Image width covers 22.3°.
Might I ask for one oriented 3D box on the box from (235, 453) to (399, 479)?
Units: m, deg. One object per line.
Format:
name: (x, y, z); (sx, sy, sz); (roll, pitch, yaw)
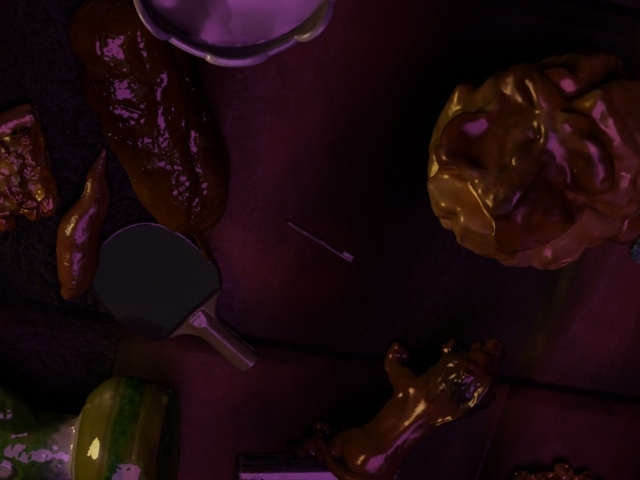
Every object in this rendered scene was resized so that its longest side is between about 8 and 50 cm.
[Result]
box: (-0.006, 0.303, 2.065); (0.207, 0.041, 0.050); (1, 121, -8)

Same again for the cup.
cup: (-0.060, -0.318, 1.606); (0.289, 0.258, 0.219); (-1, 118, -8)

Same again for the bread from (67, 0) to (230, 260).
bread: (-0.176, -0.116, 1.795); (0.124, 0.084, 0.344); (-20, 119, 2)

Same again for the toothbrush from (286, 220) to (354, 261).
toothbrush: (0.000, 0.000, 1.926); (0.097, 0.006, 0.008); (30, 100, -22)

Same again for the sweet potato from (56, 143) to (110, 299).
sweet potato: (-0.270, -0.019, 1.853); (0.056, 0.056, 0.195); (13, 109, -15)

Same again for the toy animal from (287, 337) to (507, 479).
toy animal: (0.103, 0.213, 1.970); (0.097, 0.157, 0.312); (40, 104, -23)

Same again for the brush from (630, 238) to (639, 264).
brush: (0.472, 0.037, 2.011); (0.196, 0.021, 0.070); (29, 109, -23)

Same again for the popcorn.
popcorn: (0.268, -0.094, 1.810); (0.332, 0.225, 0.265); (12, 129, -38)

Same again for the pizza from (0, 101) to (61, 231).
pizza: (-0.347, -0.071, 1.814); (0.134, 0.046, 0.175); (23, 112, -19)

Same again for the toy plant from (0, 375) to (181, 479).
toy plant: (-0.332, 0.249, 1.934); (0.315, 0.184, 0.224); (5, 139, 3)

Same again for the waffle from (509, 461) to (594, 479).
waffle: (0.298, 0.371, 2.149); (0.191, 0.038, 0.191); (-3, 118, -6)

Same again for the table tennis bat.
table tennis bat: (-0.166, 0.074, 1.933); (0.138, 0.022, 0.246); (-42, 114, 13)
